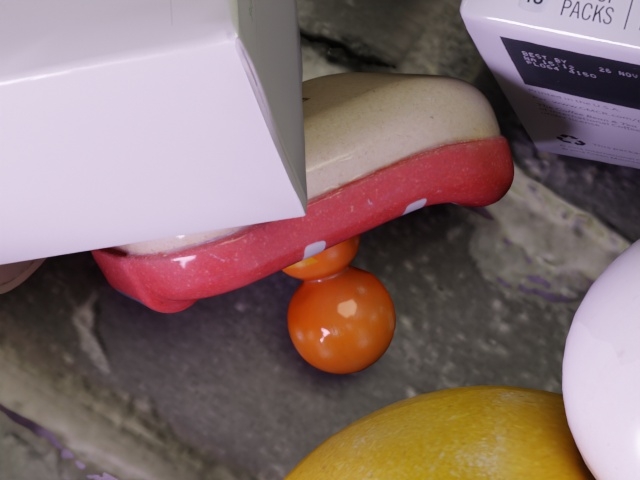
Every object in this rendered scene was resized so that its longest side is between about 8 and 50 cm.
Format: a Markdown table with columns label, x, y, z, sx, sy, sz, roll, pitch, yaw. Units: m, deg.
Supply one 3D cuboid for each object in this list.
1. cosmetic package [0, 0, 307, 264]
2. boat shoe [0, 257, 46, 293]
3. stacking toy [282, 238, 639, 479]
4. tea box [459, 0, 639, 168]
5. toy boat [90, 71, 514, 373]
| label | x | y | z | sx | sy | sz | roll | pitch | yaw |
| --- | --- | --- | --- | --- | --- | --- | --- | --- | --- |
| cosmetic package | -0.199 | -0.098 | 0.863 | 0.365 | 0.155 | 0.197 | -11 | 59 | 8 |
| boat shoe | -0.171 | -0.067 | 0.999 | 0.065 | 0.075 | 0.206 | 0 | 68 | 34 |
| stacking toy | 0.057 | 0.179 | 0.676 | 0.350 | 0.480 | 0.350 | 25 | 32 | -17 |
| tea box | 0.290 | -0.194 | 0.961 | 0.329 | 0.220 | 0.323 | 15 | 80 | 21 |
| toy boat | 0.000 | 0.000 | 0.975 | 0.231 | 0.151 | 0.151 | -24 | 106 | -20 |
